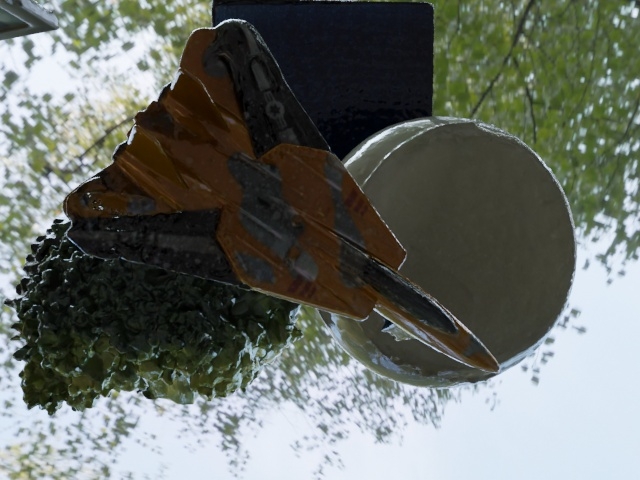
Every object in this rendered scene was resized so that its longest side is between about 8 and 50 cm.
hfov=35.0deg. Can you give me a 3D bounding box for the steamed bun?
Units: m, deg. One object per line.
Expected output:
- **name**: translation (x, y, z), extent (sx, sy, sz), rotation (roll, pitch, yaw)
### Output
- **steamed bun**: translation (0.114, 0.012, 1.057), extent (0.283, 0.177, 0.283), rotation (-1, -88, -22)

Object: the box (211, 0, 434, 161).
- **box**: translation (-0.001, -0.176, 1.314), extent (0.278, 0.116, 0.261), rotation (0, -80, -6)

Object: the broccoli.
- **broccoli**: translation (-0.187, 0.083, 1.238), extent (0.347, 0.281, 0.293), rotation (5, -136, 5)

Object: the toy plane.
- **toy plane**: translation (-0.004, 0.002, 0.728), extent (0.316, 0.103, 0.204), rotation (38, -107, -13)

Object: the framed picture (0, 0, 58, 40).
- **framed picture**: translation (-0.334, -0.168, 0.640), extent (0.213, 0.289, 0.016), rotation (-6, -99, 16)
